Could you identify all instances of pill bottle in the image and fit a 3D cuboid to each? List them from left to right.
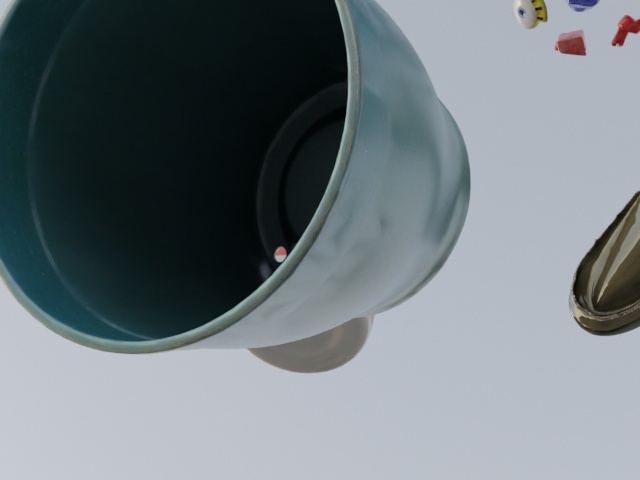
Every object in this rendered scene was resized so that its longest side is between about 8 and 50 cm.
[{"bbox_3d":[0.000,0.000,1.210,0.124,0.221,0.124,6,-52,8],"label":"pill bottle"}]

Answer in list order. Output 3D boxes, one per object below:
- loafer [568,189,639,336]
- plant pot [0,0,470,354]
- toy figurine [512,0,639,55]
[{"bbox_3d":[0.307,-0.022,1.237,0.251,0.094,0.087,-50,-36,9],"label":"loafer"},{"bbox_3d":[-0.037,-0.052,0.888,0.272,0.271,0.255,-28,-21,23],"label":"plant pot"},{"bbox_3d":[0.221,-0.315,1.100,0.191,0.217,0.362,-5,-73,13],"label":"toy figurine"}]
